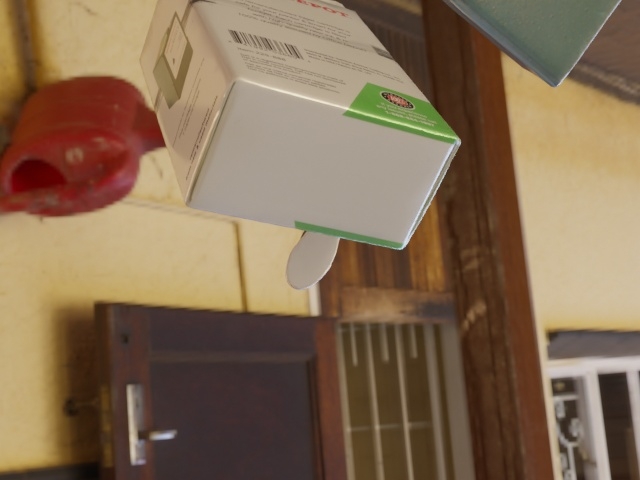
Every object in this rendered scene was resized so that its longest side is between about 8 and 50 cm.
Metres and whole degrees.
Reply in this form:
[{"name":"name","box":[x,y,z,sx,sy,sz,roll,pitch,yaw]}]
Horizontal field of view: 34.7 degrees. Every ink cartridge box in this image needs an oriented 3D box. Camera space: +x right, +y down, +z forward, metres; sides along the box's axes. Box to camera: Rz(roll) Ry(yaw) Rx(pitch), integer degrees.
[{"name":"ink cartridge box","box":[-0.034,-0.133,0.936,0.211,0.122,0.289,11,-151,-25]}]

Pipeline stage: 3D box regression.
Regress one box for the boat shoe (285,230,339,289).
[{"name":"boat shoe","box":[0.000,0.000,1.217,0.049,0.142,0.040,28,159,-1]}]

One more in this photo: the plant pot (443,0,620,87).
[{"name":"plant pot","box":[0.203,-0.345,1.089,0.252,0.248,0.247,32,-166,-7]}]
